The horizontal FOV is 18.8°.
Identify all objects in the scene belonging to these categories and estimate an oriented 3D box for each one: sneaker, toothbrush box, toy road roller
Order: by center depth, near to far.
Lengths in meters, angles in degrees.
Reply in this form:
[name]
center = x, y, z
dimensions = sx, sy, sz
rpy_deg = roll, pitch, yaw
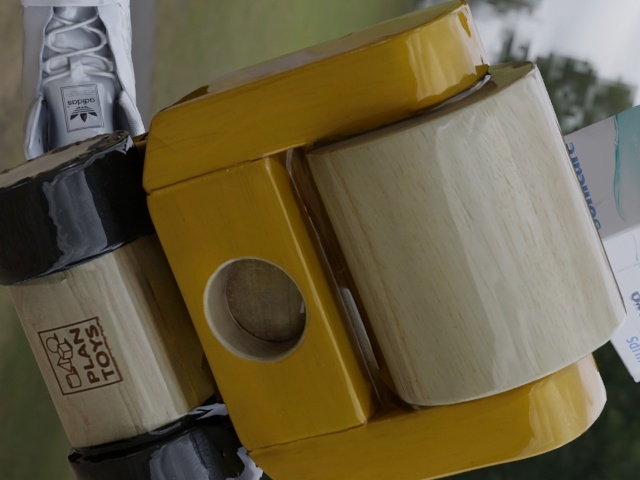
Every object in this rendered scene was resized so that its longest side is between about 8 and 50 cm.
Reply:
[toy road roller]
center = 0.000, 0.000, 0.999
dimensions = 0.240, 0.329, 0.202
rpy_deg = -41, 112, -60
[toothbrush box]
center = 0.355, -0.028, 1.632
dimensions = 0.216, 0.295, 0.126
rpy_deg = 51, 19, -48
[sneaker]
center = -0.240, -0.207, 1.950
dimensions = 0.210, 0.137, 0.366
rpy_deg = -105, -166, -44
